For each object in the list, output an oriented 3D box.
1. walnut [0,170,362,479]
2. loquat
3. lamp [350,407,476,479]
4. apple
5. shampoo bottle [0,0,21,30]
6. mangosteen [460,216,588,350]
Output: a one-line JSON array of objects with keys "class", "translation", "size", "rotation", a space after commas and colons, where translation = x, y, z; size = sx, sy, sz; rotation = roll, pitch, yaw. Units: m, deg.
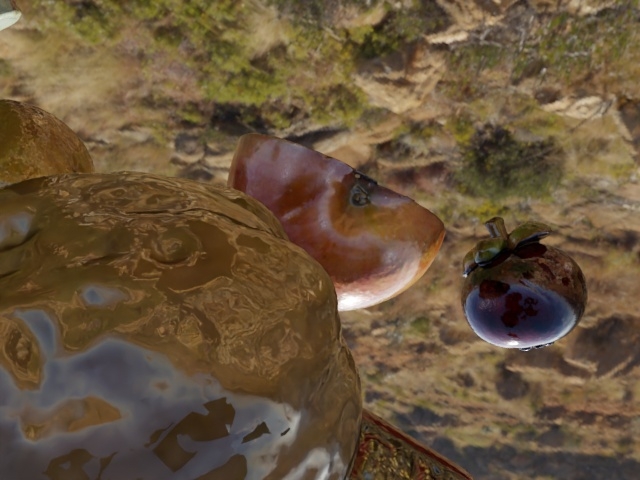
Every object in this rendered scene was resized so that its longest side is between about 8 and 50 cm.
[{"class": "walnut", "translation": [-0.153, 0.105, 0.463], "size": [0.306, 0.343, 0.306], "rotation": [60, 169, 19]}, {"class": "loquat", "translation": [-0.466, -0.061, 1.039], "size": [0.283, 0.276, 0.276], "rotation": [-6, 165, -12]}, {"class": "lamp", "translation": [0.029, 0.244, 0.655], "size": [0.273, 0.177, 0.177], "rotation": [31, 161, 2]}, {"class": "apple", "translation": [0.000, 0.000, 0.920], "size": [0.292, 0.163, 0.251], "rotation": [24, 174, -10]}, {"class": "shampoo bottle", "translation": [-0.379, -0.317, 0.662], "size": [0.085, 0.085, 0.263], "rotation": [-2, 117, 54]}, {"class": "mangosteen", "translation": [0.285, 0.059, 1.036], "size": [0.199, 0.200, 0.200], "rotation": [23, 160, 9]}]
